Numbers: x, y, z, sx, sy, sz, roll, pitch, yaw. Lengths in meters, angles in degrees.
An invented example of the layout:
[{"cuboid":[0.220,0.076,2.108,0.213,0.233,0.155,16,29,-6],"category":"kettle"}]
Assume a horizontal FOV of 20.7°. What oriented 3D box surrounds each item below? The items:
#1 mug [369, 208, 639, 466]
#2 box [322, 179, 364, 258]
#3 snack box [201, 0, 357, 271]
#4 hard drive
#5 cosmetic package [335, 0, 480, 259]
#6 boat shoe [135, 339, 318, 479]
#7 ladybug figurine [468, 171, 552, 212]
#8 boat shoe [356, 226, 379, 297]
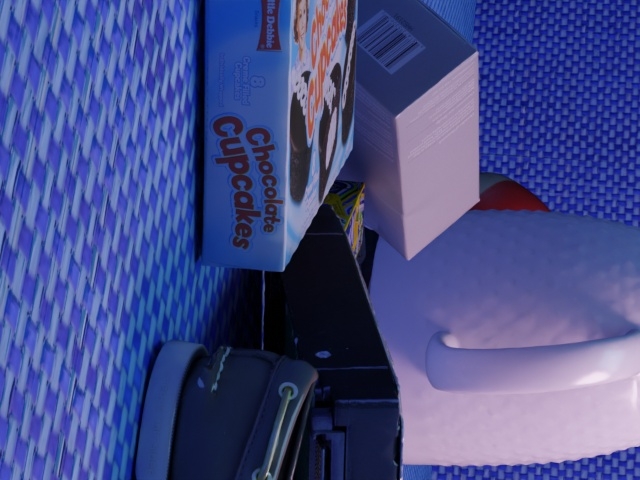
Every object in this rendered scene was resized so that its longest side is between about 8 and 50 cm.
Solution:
[{"cuboid":[0.228,0.107,1.822,0.374,0.328,0.276,-20,108,-76],"category":"mug"},{"cuboid":[0.000,0.000,1.454,0.169,0.054,0.059,-67,160,-69],"category":"box"},{"cuboid":[-0.022,-0.115,1.202,0.322,0.060,0.187,-63,155,-71],"category":"snack box"},{"cuboid":[0.003,0.140,1.212,0.339,0.064,0.237,-106,-164,-69],"category":"hard drive"},{"cuboid":[0.064,-0.103,1.523,0.107,0.127,0.238,-40,155,-14],"category":"cosmetic package"},{"cuboid":[-0.060,0.208,0.973,0.109,0.091,0.305,60,34,-76],"category":"boat shoe"},{"cuboid":[0.204,0.077,2.232,0.449,0.162,0.305,-31,131,-55],"category":"ladybug figurine"},{"cuboid":[0.051,0.024,1.889,0.137,0.043,0.049,-78,162,-47],"category":"boat shoe"}]
